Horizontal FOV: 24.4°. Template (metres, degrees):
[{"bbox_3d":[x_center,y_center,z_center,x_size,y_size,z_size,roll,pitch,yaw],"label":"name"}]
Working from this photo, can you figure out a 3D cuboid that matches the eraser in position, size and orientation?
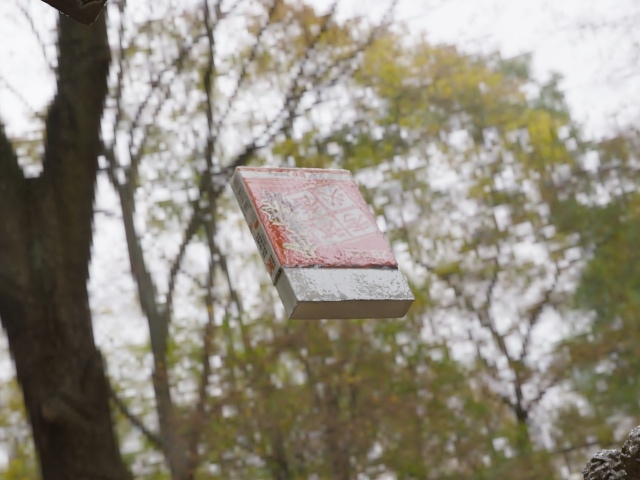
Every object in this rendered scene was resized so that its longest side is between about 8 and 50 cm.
[{"bbox_3d":[0.000,0.000,1.749,0.157,0.230,0.038,1,-46,-28],"label":"eraser"}]

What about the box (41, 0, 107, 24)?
[{"bbox_3d":[-0.280,-0.333,1.673,0.120,0.224,0.069,29,-63,-13],"label":"box"}]

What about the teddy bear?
[{"bbox_3d":[0.375,0.211,1.477,0.251,0.129,0.182,-31,-10,-36],"label":"teddy bear"}]
